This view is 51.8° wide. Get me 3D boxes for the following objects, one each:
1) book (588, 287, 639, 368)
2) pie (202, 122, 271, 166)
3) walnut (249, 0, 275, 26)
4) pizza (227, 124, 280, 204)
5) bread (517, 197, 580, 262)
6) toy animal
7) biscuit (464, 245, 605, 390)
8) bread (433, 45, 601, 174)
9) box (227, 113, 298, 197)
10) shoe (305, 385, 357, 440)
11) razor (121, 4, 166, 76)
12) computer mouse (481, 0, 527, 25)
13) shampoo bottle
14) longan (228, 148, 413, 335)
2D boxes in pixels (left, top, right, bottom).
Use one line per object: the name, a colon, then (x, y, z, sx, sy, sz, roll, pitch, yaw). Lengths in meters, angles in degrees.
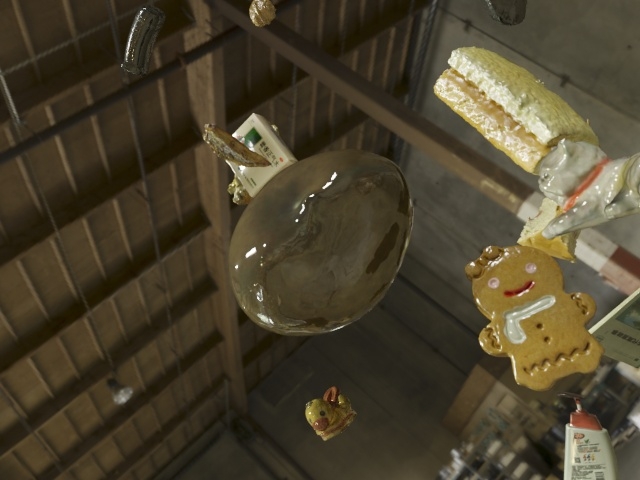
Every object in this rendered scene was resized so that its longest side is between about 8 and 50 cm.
book: (0.921, 0.248, 1.888, 0.025, 0.215, 0.282, -75, 11, -50)
pie: (-0.196, -0.201, 1.442, 0.170, 0.092, 0.034, 36, -124, -36)
walnut: (-0.180, -0.707, 2.042, 0.079, 0.096, 0.082, -30, -38, 19)
pizza: (-0.229, -0.233, 2.221, 0.223, 0.089, 0.323, -35, -30, -44)
bread: (0.831, -0.043, 2.221, 0.183, 0.224, 0.211, -68, 10, -18)
toy animal: (0.540, -0.120, 1.232, 0.266, 0.188, 0.308, -11, -5, 16)
biscuit: (0.326, 0.106, 1.024, 0.184, 0.248, 0.035, -21, -32, 7)
bread: (0.476, -0.310, 1.584, 0.237, 0.375, 0.165, -3, -47, -40)
box: (-0.181, -0.250, 2.000, 0.168, 0.212, 0.095, -42, -25, 13)
shoe: (0.014, 0.287, 1.095, 0.109, 0.069, 0.072, -18, -15, -47)
razor: (-0.380, -0.427, 1.412, 0.090, 0.054, 0.148, -77, 10, -70)
computer mouse: (0.437, -0.632, 1.625, 0.122, 0.217, 0.073, -28, -10, -20)
shampoo bottle: (0.734, 0.562, 1.838, 0.153, 0.284, 0.071, -11, -8, 29)
longan: (0.000, 0.000, 1.092, 0.350, 0.288, 0.288, -50, -21, 11)
